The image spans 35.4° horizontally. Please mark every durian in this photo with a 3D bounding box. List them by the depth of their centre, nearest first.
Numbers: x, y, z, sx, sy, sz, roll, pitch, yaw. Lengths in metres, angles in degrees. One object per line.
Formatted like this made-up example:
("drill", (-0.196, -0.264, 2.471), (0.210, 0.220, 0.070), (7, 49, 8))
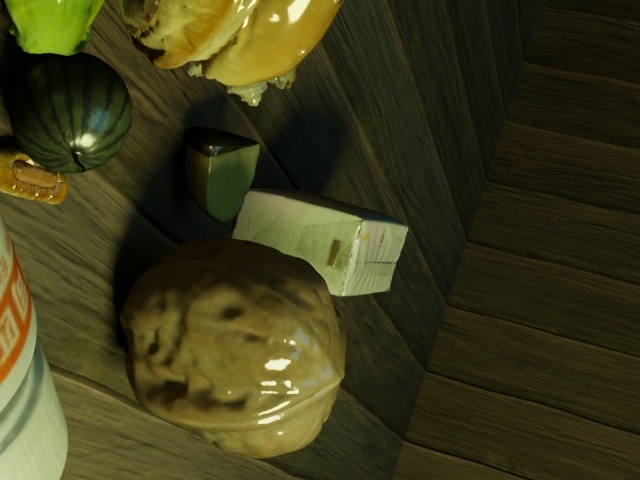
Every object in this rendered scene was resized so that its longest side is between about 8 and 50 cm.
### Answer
("durian", (-0.209, -0.273, 0.797), (0.139, 0.101, 0.250), (-127, -140, -64))

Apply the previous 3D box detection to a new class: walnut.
("walnut", (-0.094, 0.119, 1.145), (0.227, 0.273, 0.273), (-28, 130, -66))

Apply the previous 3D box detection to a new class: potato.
("potato", (-0.131, -0.078, 1.204), (0.096, 0.066, 0.103), (-8, 117, -54))

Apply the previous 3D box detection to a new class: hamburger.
("hamburger", (-0.059, -0.289, 0.818), (0.284, 0.174, 0.304), (121, -28, -44))

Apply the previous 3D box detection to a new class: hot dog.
("hot dog", (-0.265, -0.060, 0.894), (0.137, 0.028, 0.044), (26, 72, -69))

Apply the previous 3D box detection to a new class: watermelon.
("watermelon", (-0.214, -0.102, 0.865), (0.105, 0.105, 0.133), (82, -6, -48))

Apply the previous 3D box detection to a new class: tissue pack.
("tissue pack", (0.000, 0.000, 1.442), (0.225, 0.185, 0.124), (2, 105, -70))

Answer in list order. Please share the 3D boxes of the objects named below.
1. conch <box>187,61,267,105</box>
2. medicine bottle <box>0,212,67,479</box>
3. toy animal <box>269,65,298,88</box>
("conch", (-0.073, -0.275, 1.118), (0.178, 0.163, 0.245), (-38, 122, -64))
("medicine bottle", (-0.290, 0.033, 0.611), (0.371, 0.211, 0.211), (85, 27, -43))
("toy animal", (-0.068, -0.280, 1.258), (0.099, 0.057, 0.241), (-66, 158, -44))
